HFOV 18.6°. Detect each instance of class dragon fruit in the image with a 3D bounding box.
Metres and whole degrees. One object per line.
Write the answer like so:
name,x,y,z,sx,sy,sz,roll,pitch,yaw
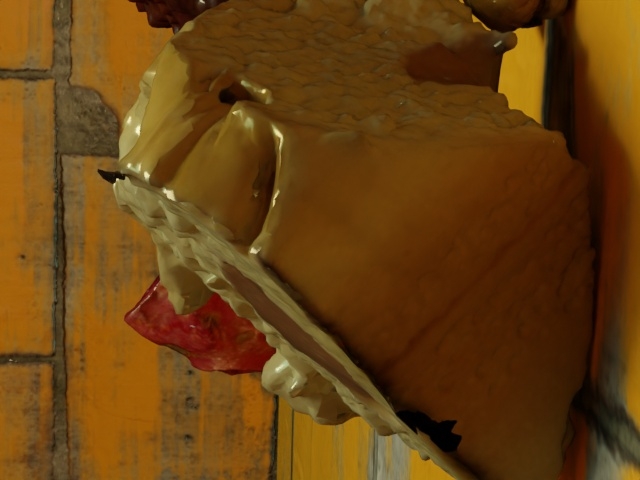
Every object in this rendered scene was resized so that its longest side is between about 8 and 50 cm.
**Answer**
dragon fruit,0.014,-0.022,1.266,0.262,0.134,0.211,-52,3,-27

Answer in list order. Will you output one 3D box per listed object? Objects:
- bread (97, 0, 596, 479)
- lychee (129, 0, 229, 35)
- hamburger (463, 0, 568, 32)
bread,-0.006,0.010,0.837,0.183,0.211,0.224,31,118,48
lychee,-0.049,-0.255,1.310,0.264,0.264,0.300,100,152,-62
hamburger,0.087,-0.138,0.889,0.076,0.044,0.083,-123,28,-61
